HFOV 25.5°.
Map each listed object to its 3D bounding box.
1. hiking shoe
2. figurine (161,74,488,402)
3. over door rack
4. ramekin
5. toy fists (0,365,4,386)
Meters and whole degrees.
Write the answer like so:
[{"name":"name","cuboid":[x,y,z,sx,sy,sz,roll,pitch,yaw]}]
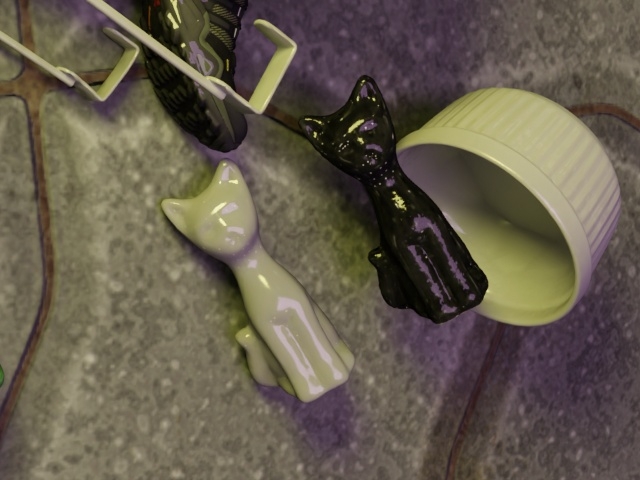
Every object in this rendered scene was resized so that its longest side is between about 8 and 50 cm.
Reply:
[{"name":"hiking shoe","cuboid":[-0.082,-0.182,1.093,0.114,0.086,0.226,-28,114,-26]},{"name":"figurine","cuboid":[0.000,0.000,1.170,0.215,0.092,0.209,-30,111,-3]},{"name":"over door rack","cuboid":[-0.213,-0.139,0.907,0.324,0.239,0.108,20,85,-37]},{"name":"ramekin","cuboid":[0.162,-0.036,1.237,0.109,0.207,0.207,-46,123,-31]},{"name":"toy fists","cuboid":[-0.350,0.124,0.951,0.279,0.096,0.142,-30,106,-27]}]
